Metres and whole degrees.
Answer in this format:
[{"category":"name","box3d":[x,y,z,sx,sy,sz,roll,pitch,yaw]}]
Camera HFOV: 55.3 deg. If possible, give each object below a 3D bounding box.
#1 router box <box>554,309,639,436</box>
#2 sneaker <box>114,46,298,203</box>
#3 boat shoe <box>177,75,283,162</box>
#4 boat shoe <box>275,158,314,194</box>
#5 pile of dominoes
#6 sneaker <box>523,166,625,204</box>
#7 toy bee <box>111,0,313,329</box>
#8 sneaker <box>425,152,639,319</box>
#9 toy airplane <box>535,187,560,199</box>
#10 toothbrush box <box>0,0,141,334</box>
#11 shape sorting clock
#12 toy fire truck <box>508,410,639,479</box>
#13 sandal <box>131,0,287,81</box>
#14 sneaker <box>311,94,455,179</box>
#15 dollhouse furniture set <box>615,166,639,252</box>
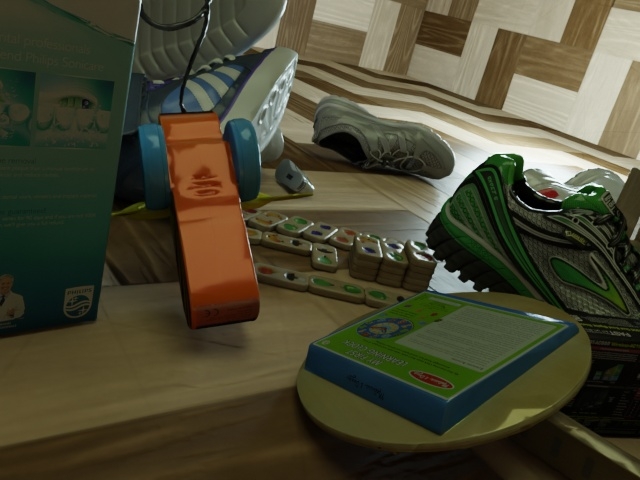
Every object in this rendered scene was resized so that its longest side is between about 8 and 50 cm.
[{"category":"router box","box3d":[0.229,0.109,0.489,0.122,0.092,0.038,8,22,-18]},{"category":"sneaker","box3d":[-0.183,-0.177,0.760,0.236,0.130,0.323,23,51,4]},{"category":"boat shoe","box3d":[-0.161,-0.227,1.016,0.156,0.136,0.367,-1,29,-35]},{"category":"boat shoe","box3d":[-0.037,-0.091,0.905,0.035,0.035,0.100,34,4,-33]},{"category":"pile of dominoes","box3d":[0.000,0.000,0.683,0.251,0.040,0.196,13,21,-6]},{"category":"sneaker","box3d":[0.455,-0.053,1.066,0.297,0.111,0.129,-7,41,-30]},{"category":"toy bee","box3d":[-0.103,-0.059,0.556,0.195,0.298,0.162,13,-22,-9]},{"category":"sneaker","box3d":[0.271,0.034,0.604,0.343,0.146,0.134,37,27,21]},{"category":"toy airplane","box3d":[0.315,-0.038,0.942,0.151,0.028,0.151,-4,54,5]},{"category":"toothbrush box","box3d":[-0.245,-0.110,0.442,0.126,0.295,0.216,-6,29,-42]},{"category":"shape sorting clock","box3d":[0.084,0.086,0.440,0.206,0.040,0.206,-9,14,2]},{"category":"toy fire truck","box3d":[0.257,0.109,0.376,0.246,0.217,0.158,-2,16,1]},{"category":"sandal","box3d":[-0.225,-0.300,0.905,0.416,0.169,0.102,-15,-4,24]},{"category":"sneaker","box3d":[0.111,-0.164,1.137,0.281,0.105,0.115,19,55,1]},{"category":"dollhouse furniture set","box3d":[0.544,-0.017,0.908,0.144,0.123,0.151,24,0,-29]}]
